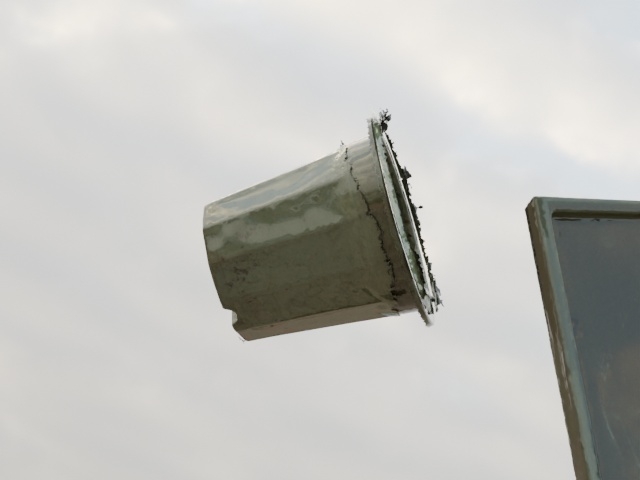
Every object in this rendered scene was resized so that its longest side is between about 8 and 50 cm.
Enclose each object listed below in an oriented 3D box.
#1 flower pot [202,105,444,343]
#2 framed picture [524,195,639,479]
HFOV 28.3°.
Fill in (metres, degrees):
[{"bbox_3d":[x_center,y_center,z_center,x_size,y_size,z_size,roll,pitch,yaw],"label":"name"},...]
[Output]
[{"bbox_3d":[0.000,0.000,1.602,0.259,0.290,0.290,-16,-38,10],"label":"flower pot"},{"bbox_3d":[0.386,0.161,1.223,0.326,0.446,0.028,2,-27,-14],"label":"framed picture"}]
